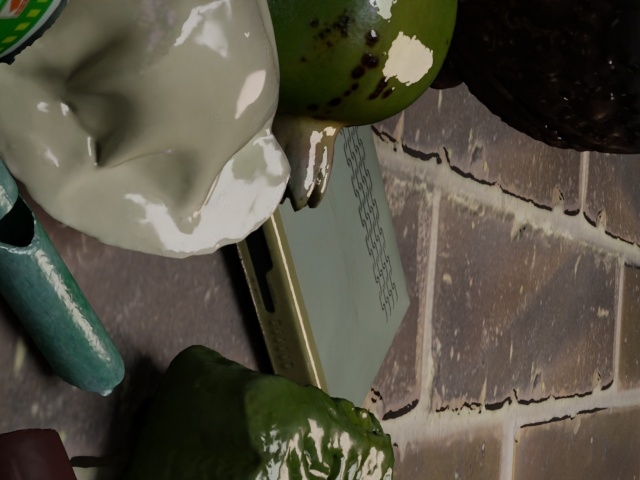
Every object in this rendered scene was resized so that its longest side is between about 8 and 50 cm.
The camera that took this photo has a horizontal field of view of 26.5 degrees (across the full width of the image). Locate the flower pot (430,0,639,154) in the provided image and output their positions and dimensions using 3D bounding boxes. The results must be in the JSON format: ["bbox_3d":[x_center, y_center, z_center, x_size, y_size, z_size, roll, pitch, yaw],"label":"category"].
[{"bbox_3d":[0.148,-0.201,1.069,0.266,0.267,0.267,3,90,-68],"label":"flower pot"}]

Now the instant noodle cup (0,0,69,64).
[{"bbox_3d":[-0.185,-0.122,0.421,0.232,0.207,0.207,-22,113,-74],"label":"instant noodle cup"}]

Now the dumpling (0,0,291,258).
[{"bbox_3d":[-0.101,-0.099,0.708,0.166,0.126,0.216,-35,144,-29],"label":"dumpling"}]

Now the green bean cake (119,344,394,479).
[{"bbox_3d":[-0.046,0.199,0.836,0.222,0.125,0.248,36,59,-63],"label":"green bean cake"}]

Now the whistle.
[{"bbox_3d":[-0.149,0.014,0.686,0.186,0.039,0.039,69,33,-44],"label":"whistle"}]

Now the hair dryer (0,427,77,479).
[{"bbox_3d":[-0.010,0.226,0.692,0.340,0.123,0.313,-9,77,-36],"label":"hair dryer"}]

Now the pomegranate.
[{"bbox_3d":[-0.003,-0.122,0.845,0.180,0.180,0.210,1,94,-67],"label":"pomegranate"}]

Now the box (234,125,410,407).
[{"bbox_3d":[0.000,0.000,1.024,0.211,0.045,0.270,-62,146,-45],"label":"box"}]
